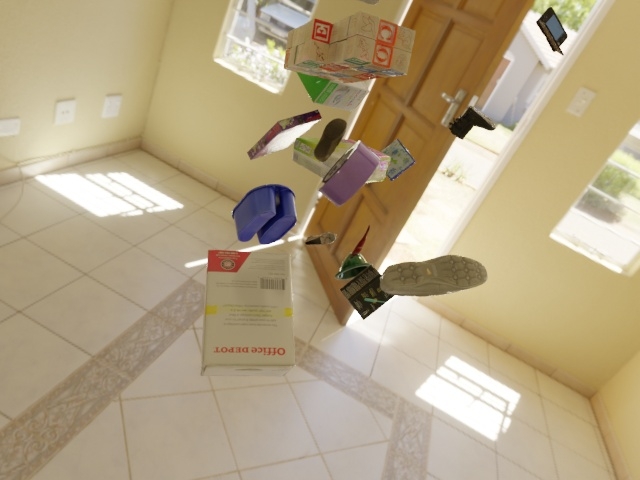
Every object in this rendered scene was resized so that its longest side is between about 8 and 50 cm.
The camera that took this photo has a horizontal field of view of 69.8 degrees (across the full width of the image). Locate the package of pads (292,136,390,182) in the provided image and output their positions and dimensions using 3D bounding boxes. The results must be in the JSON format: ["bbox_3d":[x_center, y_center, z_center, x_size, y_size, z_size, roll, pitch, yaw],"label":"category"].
[{"bbox_3d":[0.080,-0.284,1.622,0.296,0.101,0.229,-10,34,-42],"label":"package of pads"}]

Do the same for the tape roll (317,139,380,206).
[{"bbox_3d":[0.080,-0.193,1.326,0.080,0.189,0.189,40,25,-10],"label":"tape roll"}]

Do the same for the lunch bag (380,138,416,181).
[{"bbox_3d":[0.317,-0.327,1.905,0.096,0.129,0.151,40,19,-37],"label":"lunch bag"}]

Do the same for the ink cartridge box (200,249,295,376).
[{"bbox_3d":[-0.241,0.239,1.498,0.279,0.160,0.385,5,60,-16],"label":"ink cartridge box"}]

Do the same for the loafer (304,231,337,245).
[{"bbox_3d":[0.000,0.000,1.686,0.125,0.045,0.039,-10,18,28],"label":"loafer"}]

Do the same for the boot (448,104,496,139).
[{"bbox_3d":[0.477,-0.359,1.449,0.121,0.099,0.045,32,39,-13],"label":"boot"}]

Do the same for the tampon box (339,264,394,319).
[{"bbox_3d":[0.181,0.200,1.773,0.120,0.161,0.101,54,-3,-31],"label":"tampon box"}]

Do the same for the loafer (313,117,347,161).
[{"bbox_3d":[0.026,-0.283,1.296,0.056,0.148,0.050,33,-16,7],"label":"loafer"}]

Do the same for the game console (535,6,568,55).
[{"bbox_3d":[0.737,-0.653,1.430,0.122,0.107,0.071,44,-6,-23],"label":"game console"}]

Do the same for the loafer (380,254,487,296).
[{"bbox_3d":[0.332,0.110,1.358,0.319,0.111,0.112,0,65,-8],"label":"loafer"}]

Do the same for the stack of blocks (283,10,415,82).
[{"bbox_3d":[0.048,-0.416,1.008,0.171,0.087,0.297,5,12,-25],"label":"stack of blocks"}]

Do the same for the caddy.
[{"bbox_3d":[-0.254,-0.126,2.080,0.241,0.341,0.179,9,55,-38],"label":"caddy"}]

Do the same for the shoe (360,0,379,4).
[{"bbox_3d":[0.091,-0.748,1.354,0.178,0.063,0.081,17,28,-12],"label":"shoe"}]

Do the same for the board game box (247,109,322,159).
[{"bbox_3d":[-0.161,-0.447,1.960,0.208,0.347,0.056,-21,90,-31],"label":"board game box"}]

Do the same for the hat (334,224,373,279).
[{"bbox_3d":[0.139,0.062,2.104,0.208,0.173,0.183,-12,68,-14],"label":"hat"}]

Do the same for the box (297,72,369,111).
[{"bbox_3d":[0.035,-0.670,1.831,0.231,0.127,0.262,-5,61,-46],"label":"box"}]
